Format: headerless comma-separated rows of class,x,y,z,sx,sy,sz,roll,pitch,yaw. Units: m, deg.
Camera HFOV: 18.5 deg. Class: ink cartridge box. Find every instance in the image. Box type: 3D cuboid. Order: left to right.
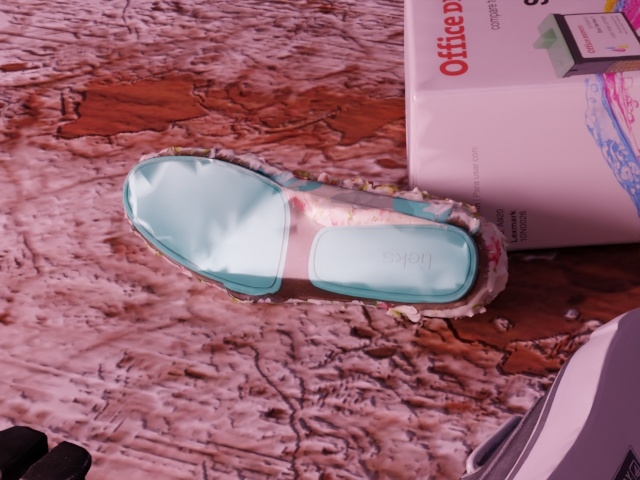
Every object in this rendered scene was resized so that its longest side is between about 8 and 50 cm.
ink cartridge box,0.190,-0.096,1.220,0.278,0.117,0.201,-3,32,3

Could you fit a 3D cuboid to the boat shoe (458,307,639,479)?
boat shoe,0.110,0.125,0.901,0.102,0.108,0.301,-27,10,31

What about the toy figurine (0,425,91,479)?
toy figurine,-0.170,0.192,0.796,0.209,0.148,0.213,-8,29,-16

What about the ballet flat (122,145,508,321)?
ballet flat,0.000,0.000,1.147,0.241,0.091,0.077,15,7,22
